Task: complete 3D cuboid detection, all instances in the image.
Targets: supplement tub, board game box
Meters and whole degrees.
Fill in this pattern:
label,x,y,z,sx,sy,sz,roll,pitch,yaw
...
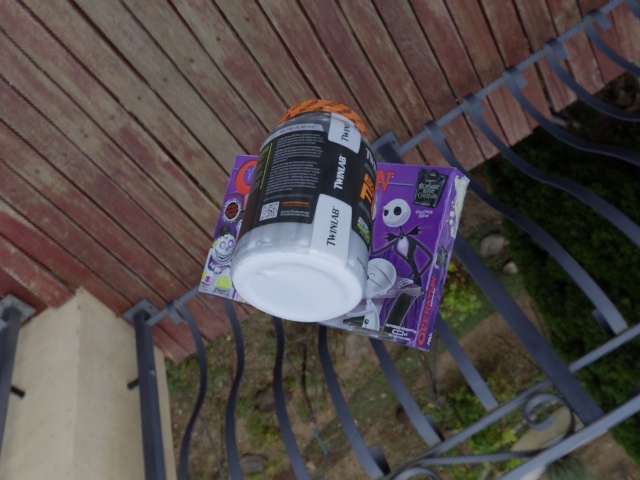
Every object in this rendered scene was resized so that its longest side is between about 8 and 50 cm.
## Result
label,x,y,z,sx,sy,sz,roll,pitch,yaw
supplement tub,-0.009,-0.033,0.562,0.117,0.190,0.117,6,145,4
board game box,0.000,0.000,0.780,0.056,0.347,0.208,31,72,-51
